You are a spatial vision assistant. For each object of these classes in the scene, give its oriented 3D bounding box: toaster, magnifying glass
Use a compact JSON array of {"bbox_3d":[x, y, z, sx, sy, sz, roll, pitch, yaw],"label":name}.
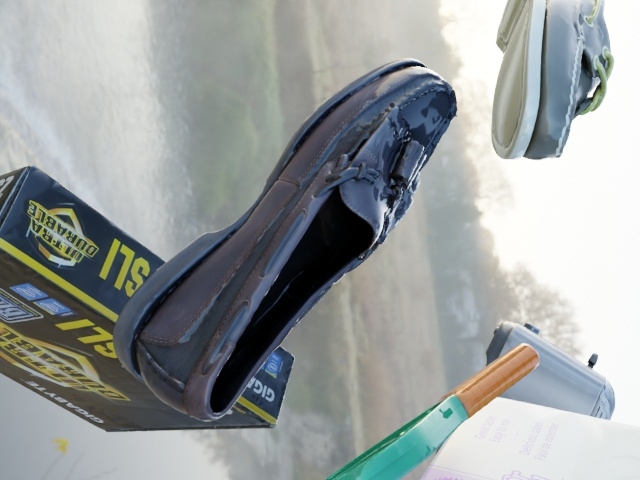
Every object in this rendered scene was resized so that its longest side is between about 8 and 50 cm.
[{"bbox_3d":[0.222,0.211,0.968,0.227,0.146,0.129,-63,162,-6],"label":"toaster"},{"bbox_3d":[0.071,0.122,0.574,0.026,0.231,0.092,56,-43,9],"label":"magnifying glass"}]

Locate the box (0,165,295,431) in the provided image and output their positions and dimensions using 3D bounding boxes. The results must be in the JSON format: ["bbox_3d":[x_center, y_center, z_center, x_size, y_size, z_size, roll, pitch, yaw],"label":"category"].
[{"bbox_3d":[-0.219,0.075,0.797,0.322,0.257,0.079,42,50,-37],"label":"box"}]

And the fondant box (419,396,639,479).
[{"bbox_3d":[0.241,0.230,0.653,0.238,0.330,0.096,-29,124,-62],"label":"fondant box"}]

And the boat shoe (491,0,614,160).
[{"bbox_3d":[0.200,-0.158,0.747,0.305,0.091,0.109,-72,178,-51],"label":"boat shoe"}]

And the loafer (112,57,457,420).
[{"bbox_3d":[0.000,0.000,0.602,0.095,0.302,0.109,34,-18,41],"label":"loafer"}]
